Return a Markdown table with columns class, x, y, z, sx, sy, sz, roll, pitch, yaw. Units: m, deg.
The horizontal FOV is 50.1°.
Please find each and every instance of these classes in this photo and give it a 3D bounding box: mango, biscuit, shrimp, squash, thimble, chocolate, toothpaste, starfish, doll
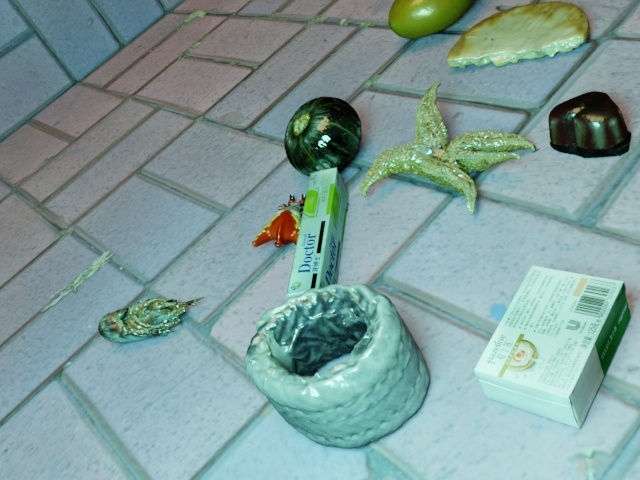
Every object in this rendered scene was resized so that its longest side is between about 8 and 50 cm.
| class | x | y | z | sx | sy | sz | roll | pitch | yaw |
| --- | --- | --- | --- | --- | --- | --- | --- | --- | --- |
| mango | 0.298 | -0.641 | 1.759 | 0.211 | 0.173 | 0.317 | 16 | 64 | 45 |
| biscuit | 0.455 | -0.471 | 1.558 | 0.309 | 0.040 | 0.204 | -1 | 46 | 33 |
| shrimp | -0.331 | 0.148 | 1.364 | 0.233 | 0.079 | 0.090 | -20 | 43 | 6 |
| squash | 0.004 | -0.224 | 1.496 | 0.193 | 0.156 | 0.193 | -14 | 61 | 26 |
| thimble | 0.022 | 0.179 | 1.016 | 0.246 | 0.157 | 0.217 | -7 | 42 | 29 |
| chocolate | 0.484 | -0.216 | 1.216 | 0.125 | 0.080 | 0.149 | -43 | 37 | -15 |
| toothpaste | 0.000 | 0.000 | 1.300 | 0.067 | 0.081 | 0.336 | -11 | 41 | 19 |
| starfish | 0.265 | -0.170 | 1.313 | 0.294 | 0.084 | 0.301 | 21 | 64 | 42 |
| doll | -0.065 | -0.036 | 1.410 | 0.109 | 0.057 | 0.169 | 3 | 33 | 14 |

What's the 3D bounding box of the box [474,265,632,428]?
| class | x | y | z | sx | sy | sz | roll | pitch | yaw |
| --- | --- | --- | --- | --- | --- | --- | --- | --- | --- |
| box | 0.317 | 0.137 | 0.928 | 0.135 | 0.081 | 0.199 | 12 | 52 | 43 |
